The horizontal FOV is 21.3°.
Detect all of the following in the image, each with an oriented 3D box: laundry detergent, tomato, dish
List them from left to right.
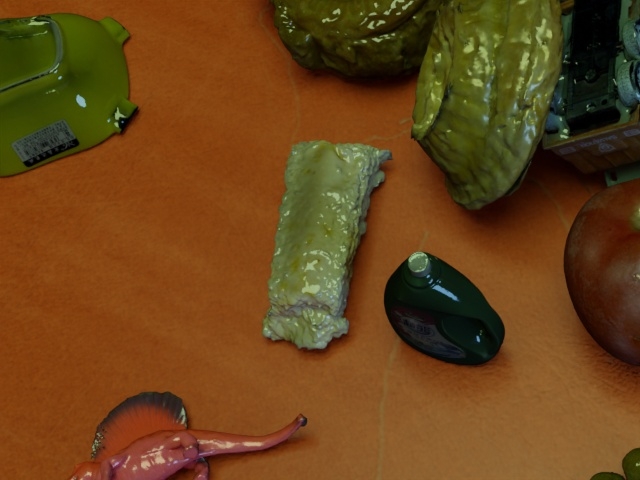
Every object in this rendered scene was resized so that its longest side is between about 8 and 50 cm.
[{"bbox_3d":[-0.371,-0.208,2.133,0.262,0.108,0.221,-11,64,7],"label":"dish"},{"bbox_3d":[0.131,0.068,1.835,0.137,0.211,0.063,21,70,19],"label":"laundry detergent"},{"bbox_3d":[0.365,0.036,1.815,0.208,0.184,0.208,-14,41,13],"label":"tomato"}]

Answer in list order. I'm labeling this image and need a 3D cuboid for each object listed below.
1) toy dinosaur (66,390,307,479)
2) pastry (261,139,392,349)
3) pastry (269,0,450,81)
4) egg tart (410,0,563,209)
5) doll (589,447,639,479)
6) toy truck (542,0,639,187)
[{"bbox_3d":[-0.162,0.215,1.925,0.286,0.070,0.139,-22,40,-1],"label":"toy dinosaur"},{"bbox_3d":[-0.005,-0.002,1.972,0.121,0.089,0.258,2,62,27],"label":"pastry"},{"bbox_3d":[0.056,-0.301,2.085,0.235,0.132,0.240,-34,56,5],"label":"pastry"},{"bbox_3d":[0.175,-0.180,1.909,0.115,0.290,0.290,13,65,-13],"label":"egg tart"},{"bbox_3d":[0.347,0.309,1.742,0.137,0.097,0.209,-34,57,1],"label":"doll"},{"bbox_3d":[0.354,-0.227,1.953,0.133,0.184,0.338,-15,53,37],"label":"toy truck"}]
